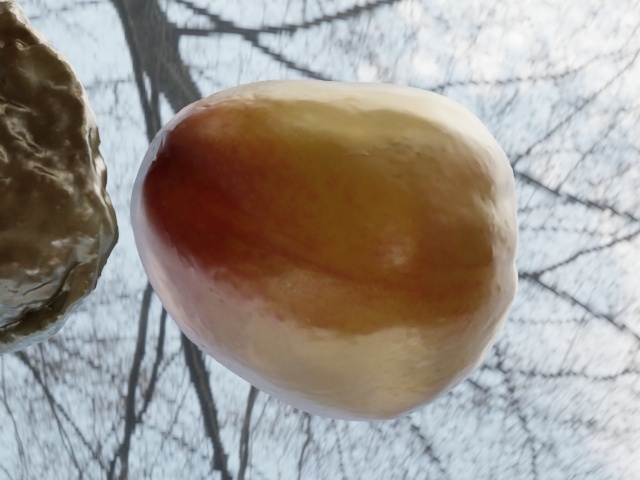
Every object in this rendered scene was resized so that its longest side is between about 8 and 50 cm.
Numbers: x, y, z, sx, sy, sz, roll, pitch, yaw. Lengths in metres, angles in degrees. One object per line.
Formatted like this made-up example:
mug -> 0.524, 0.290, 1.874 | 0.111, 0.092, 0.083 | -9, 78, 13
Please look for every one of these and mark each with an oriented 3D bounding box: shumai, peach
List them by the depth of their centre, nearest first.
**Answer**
shumai -> -0.314, -0.045, 1.179 | 0.314, 0.262, 0.267 | 28, -70, 39
peach -> -0.002, 0.004, 1.380 | 0.307, 0.289, 0.289 | -6, -110, -18
